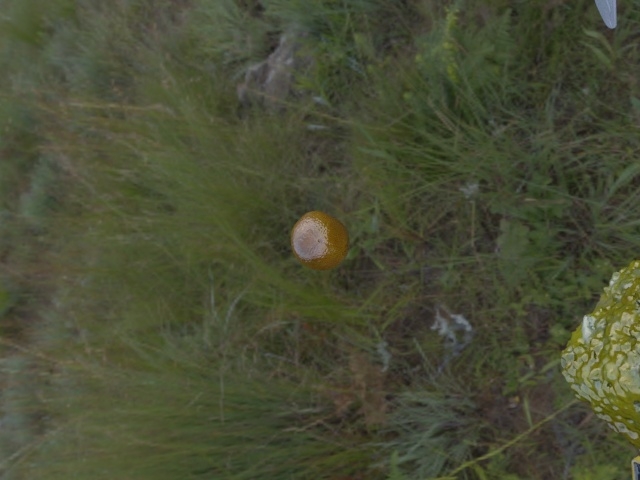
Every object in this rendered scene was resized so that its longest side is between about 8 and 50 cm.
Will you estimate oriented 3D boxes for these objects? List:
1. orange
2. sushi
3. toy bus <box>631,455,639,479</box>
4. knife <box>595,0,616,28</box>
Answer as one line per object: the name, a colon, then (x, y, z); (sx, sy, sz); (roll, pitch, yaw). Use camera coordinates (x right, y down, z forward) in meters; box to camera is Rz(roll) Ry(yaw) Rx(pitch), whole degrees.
orange: (0.000, 0.000, 0.948); (0.085, 0.085, 0.085); (-1, 89, 58)
sushi: (0.655, 0.206, 1.252); (0.351, 0.396, 0.240); (-53, 2, -19)
toy bus: (0.460, 0.309, 0.692); (0.335, 0.123, 0.121); (23, 129, 56)
knife: (0.338, -0.362, 0.880); (0.058, 0.032, 0.244); (42, 163, 38)
